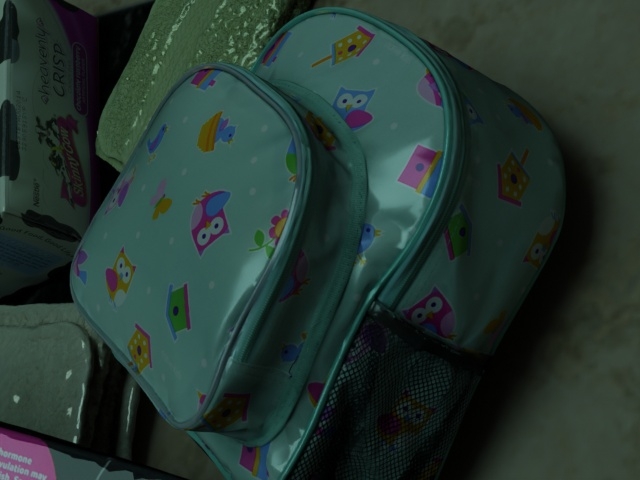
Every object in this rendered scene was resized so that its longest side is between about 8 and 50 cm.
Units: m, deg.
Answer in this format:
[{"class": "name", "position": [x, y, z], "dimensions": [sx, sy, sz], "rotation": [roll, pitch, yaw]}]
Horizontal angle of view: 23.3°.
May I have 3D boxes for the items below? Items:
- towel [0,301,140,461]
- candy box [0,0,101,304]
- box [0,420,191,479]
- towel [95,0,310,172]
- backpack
[{"class": "towel", "position": [-0.178, 0.167, 0.785], "dimensions": [0.187, 0.049, 0.282], "rotation": [-2, 71, 44]}, {"class": "candy box", "position": [-0.229, -0.030, 0.909], "dimensions": [0.233, 0.071, 0.159], "rotation": [-26, 55, 35]}, {"class": "box", "position": [-0.154, 0.154, 0.641], "dimensions": [0.247, 0.142, 0.163], "rotation": [12, 79, 22]}, {"class": "towel", "position": [-0.062, -0.095, 0.813], "dimensions": [0.110, 0.027, 0.148], "rotation": [27, 91, 46]}, {"class": "backpack", "position": [0.000, 0.000, 0.626], "dimensions": [0.188, 0.144, 0.166], "rotation": [-55, 38, 5]}]
